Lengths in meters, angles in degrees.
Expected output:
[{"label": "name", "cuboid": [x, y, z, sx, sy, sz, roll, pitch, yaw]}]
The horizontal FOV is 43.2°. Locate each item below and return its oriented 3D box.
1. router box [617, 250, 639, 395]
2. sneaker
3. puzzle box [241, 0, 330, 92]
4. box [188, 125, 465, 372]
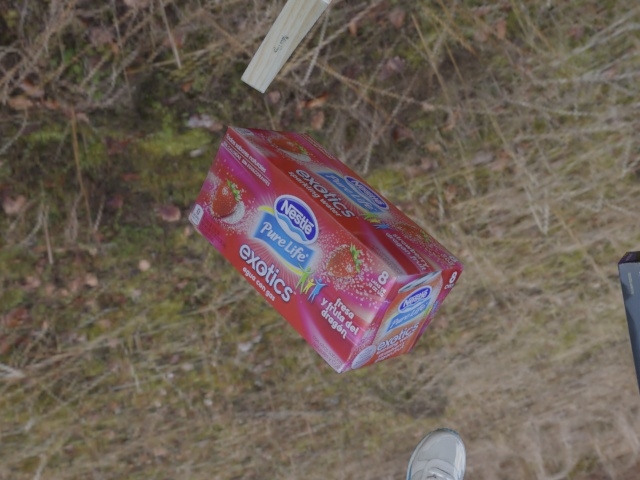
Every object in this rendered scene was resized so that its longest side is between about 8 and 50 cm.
[{"label": "router box", "cuboid": [0.632, 0.161, 1.296, 0.243, 0.309, 0.081, -8, -170, 33]}, {"label": "sneaker", "cuboid": [0.158, 0.381, 1.157, 0.087, 0.229, 0.092, 25, 164, -7]}, {"label": "puzzle box", "cuboid": [-0.005, -0.416, 1.300, 0.052, 0.272, 0.409, 31, 166, -11]}, {"label": "box", "cuboid": [0.000, 0.000, 0.830, 0.128, 0.257, 0.122, -4, 130, -51]}]
